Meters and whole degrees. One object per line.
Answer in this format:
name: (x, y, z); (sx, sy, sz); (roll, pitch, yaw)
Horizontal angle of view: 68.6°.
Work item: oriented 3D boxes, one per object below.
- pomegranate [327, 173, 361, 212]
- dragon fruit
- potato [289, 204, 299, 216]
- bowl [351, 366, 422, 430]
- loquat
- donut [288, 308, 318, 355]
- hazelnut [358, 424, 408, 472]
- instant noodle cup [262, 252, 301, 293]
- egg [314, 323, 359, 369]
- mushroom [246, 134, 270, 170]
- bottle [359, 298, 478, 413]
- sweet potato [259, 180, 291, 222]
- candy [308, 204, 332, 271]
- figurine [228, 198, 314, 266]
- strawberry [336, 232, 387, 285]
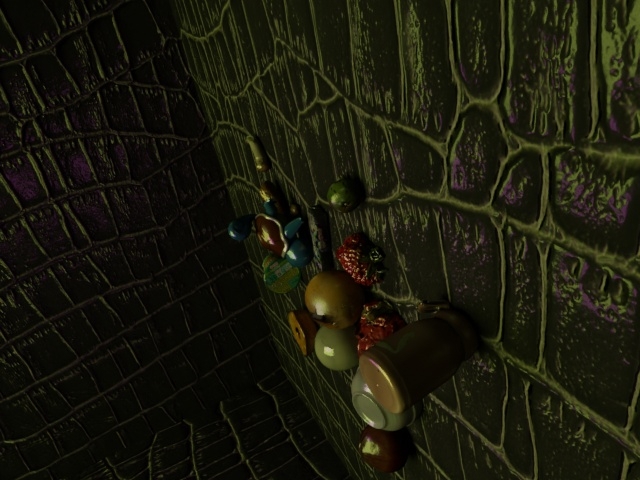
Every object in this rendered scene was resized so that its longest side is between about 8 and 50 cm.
pomegranate: (0.076, -0.156, 1.523); (0.142, 0.115, 0.114); (-95, 0, -47)
dragon fruit: (0.183, 0.326, 1.657); (0.204, 0.152, 0.317); (70, 158, 5)
potato: (-0.121, -0.140, 2.182); (0.083, 0.040, 0.051); (140, 116, -69)
bowl: (0.223, 0.595, 1.761); (0.287, 0.144, 0.286); (30, 136, 35)
loquat: (0.059, 0.224, 1.795); (0.235, 0.235, 0.234); (55, 157, 36)
donut: (-0.090, 0.528, 2.755); (0.302, 0.110, 0.303); (69, 164, 0)
hazelnut: (0.265, 0.879, 1.999); (0.217, 0.217, 0.251); (56, 157, 33)
instant noodle cup: (-0.235, 0.169, 2.641); (0.233, 0.207, 0.206); (-142, 34, -68)
egg: (0.082, 0.442, 1.991); (0.218, 0.219, 0.269); (65, 159, 9)
mushroom: (-0.312, -0.437, 2.346); (0.209, 0.071, 0.084); (67, -166, 14)
bottle: (0.253, 0.280, 1.205); (0.206, 0.297, 0.173); (54, 157, 25)
sweet potato: (-0.218, -0.180, 2.335); (0.251, 0.097, 0.097); (58, 161, 2)
candy: (0.000, 0.000, 1.968); (0.088, 0.061, 0.312); (-129, 25, -48)
figurine: (-0.205, -0.047, 2.196); (0.417, 0.242, 0.297); (24, 146, -2)
strawberry: (0.120, 0.073, 1.643); (0.286, 0.106, 0.188); (-2, 108, 71)
